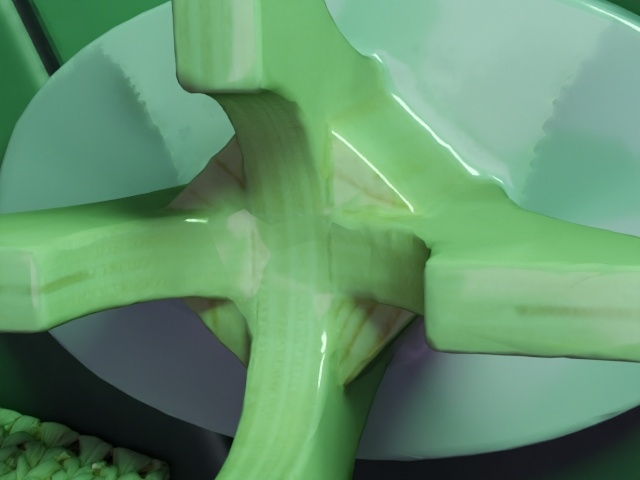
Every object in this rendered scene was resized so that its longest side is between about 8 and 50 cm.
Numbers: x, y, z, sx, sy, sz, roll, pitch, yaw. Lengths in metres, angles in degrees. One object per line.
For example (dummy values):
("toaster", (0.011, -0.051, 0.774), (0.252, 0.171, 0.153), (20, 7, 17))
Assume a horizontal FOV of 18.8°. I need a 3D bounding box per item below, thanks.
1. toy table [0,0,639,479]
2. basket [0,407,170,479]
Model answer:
("toy table", (0.000, 0.000, 0.613), (0.274, 0.161, 0.252), (-11, 98, 18))
("basket", (-0.126, 0.152, 0.702), (0.103, 0.113, 0.167), (13, 105, 10))
